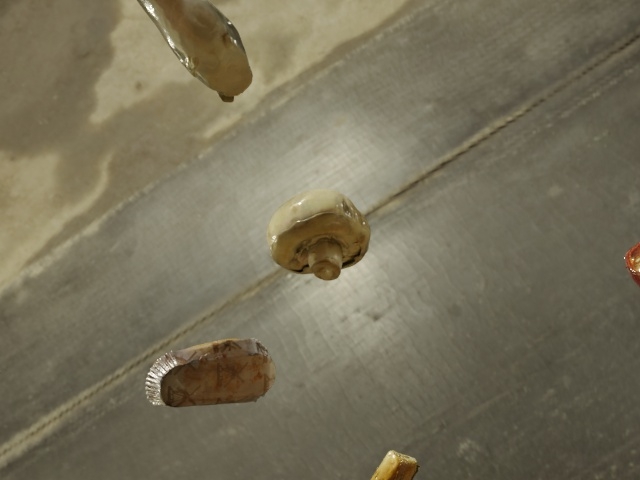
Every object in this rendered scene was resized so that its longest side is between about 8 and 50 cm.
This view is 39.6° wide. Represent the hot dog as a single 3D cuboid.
[{"bbox_3d":[-0.199,0.249,1.646,0.069,0.253,0.131,12,104,62],"label":"hot dog"}]

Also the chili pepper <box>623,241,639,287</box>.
[{"bbox_3d":[0.555,0.075,1.398,0.084,0.192,0.086,-7,48,55],"label":"chili pepper"}]

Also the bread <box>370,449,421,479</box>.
[{"bbox_3d":[0.121,0.416,1.526,0.105,0.072,0.053,-61,30,2],"label":"bread"}]

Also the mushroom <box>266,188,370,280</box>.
[{"bbox_3d":[0.000,0.000,1.246,0.154,0.154,0.122,-19,55,12],"label":"mushroom"}]

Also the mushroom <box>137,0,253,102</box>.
[{"bbox_3d":[-0.230,-0.364,1.348,0.097,0.109,0.351,-42,92,7],"label":"mushroom"}]
